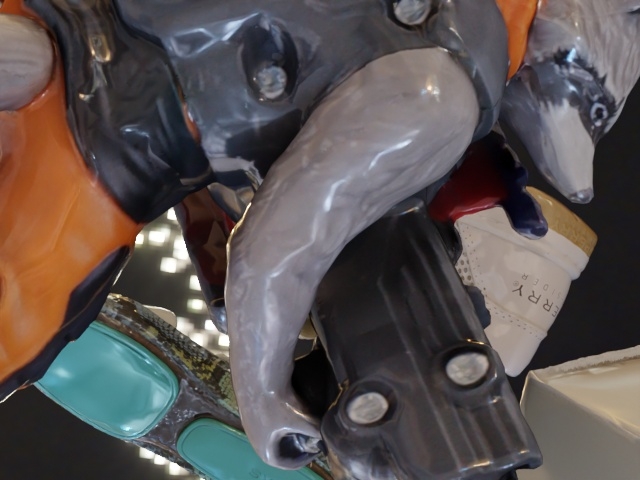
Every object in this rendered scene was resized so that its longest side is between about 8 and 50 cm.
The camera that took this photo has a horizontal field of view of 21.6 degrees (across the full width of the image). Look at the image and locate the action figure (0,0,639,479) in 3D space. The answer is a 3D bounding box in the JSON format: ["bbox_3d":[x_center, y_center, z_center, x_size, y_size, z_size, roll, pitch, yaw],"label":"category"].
[{"bbox_3d":[-0.033,-0.011,0.494,0.341,0.330,0.178,58,-21,34],"label":"action figure"}]

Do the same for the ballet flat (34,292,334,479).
[{"bbox_3d":[-0.068,0.069,0.796,0.070,0.188,0.070,-45,-160,22],"label":"ballet flat"}]

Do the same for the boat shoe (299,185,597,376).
[{"bbox_3d":[0.000,0.000,0.822,0.277,0.098,0.096,16,-100,45],"label":"boat shoe"}]

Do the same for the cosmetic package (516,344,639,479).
[{"bbox_3d":[0.126,0.193,0.583,0.129,0.153,0.296,28,-68,41],"label":"cosmetic package"}]
